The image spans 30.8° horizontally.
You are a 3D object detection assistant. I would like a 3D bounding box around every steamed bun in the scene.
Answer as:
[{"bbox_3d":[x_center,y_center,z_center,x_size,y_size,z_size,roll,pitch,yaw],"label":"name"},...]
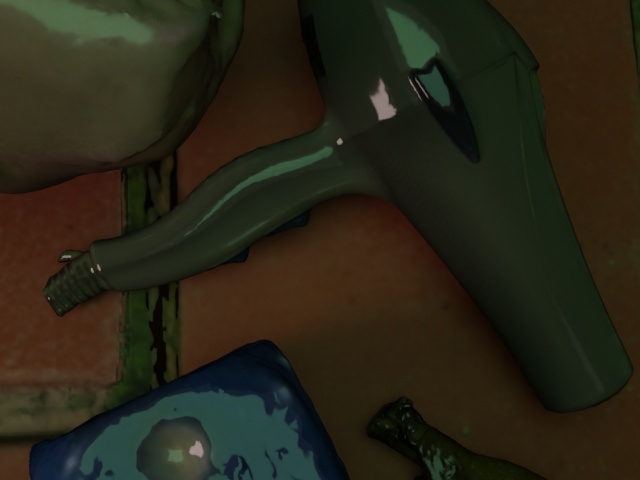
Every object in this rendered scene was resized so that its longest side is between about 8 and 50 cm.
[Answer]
[{"bbox_3d":[-0.176,-0.162,0.612,0.275,0.206,0.320,5,56,-21],"label":"steamed bun"}]

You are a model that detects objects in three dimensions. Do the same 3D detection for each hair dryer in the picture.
[{"bbox_3d":[0.041,0.010,0.669,0.296,0.119,0.298,41,94,-1],"label":"hair dryer"}]

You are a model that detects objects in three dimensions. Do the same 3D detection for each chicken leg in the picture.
[{"bbox_3d":[0.094,0.159,0.651,0.178,0.070,0.093,43,84,10],"label":"chicken leg"}]

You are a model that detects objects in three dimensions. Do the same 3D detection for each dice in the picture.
[{"bbox_3d":[-0.057,0.138,0.594,0.143,0.146,0.146,-22,83,-8],"label":"dice"}]
